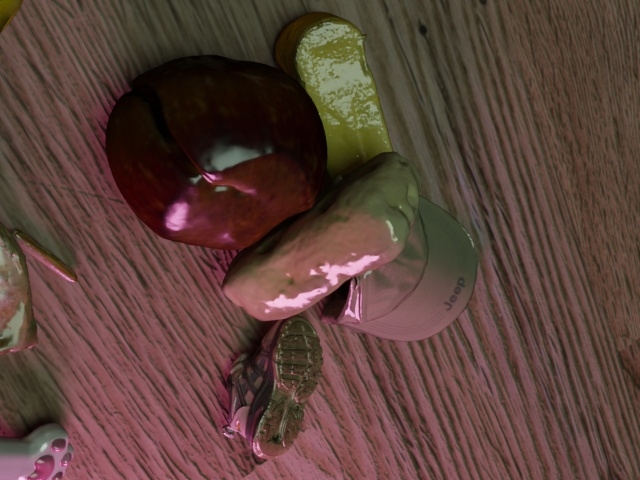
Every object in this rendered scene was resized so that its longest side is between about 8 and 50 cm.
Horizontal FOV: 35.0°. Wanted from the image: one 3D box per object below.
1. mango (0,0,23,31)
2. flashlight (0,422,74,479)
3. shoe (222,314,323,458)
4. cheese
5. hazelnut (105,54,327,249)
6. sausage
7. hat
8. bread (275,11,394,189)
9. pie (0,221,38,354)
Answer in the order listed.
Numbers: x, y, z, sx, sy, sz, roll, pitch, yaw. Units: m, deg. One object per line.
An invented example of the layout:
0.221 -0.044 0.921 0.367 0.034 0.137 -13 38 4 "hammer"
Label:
-0.361 -0.222 0.996 0.165 0.074 0.091 -42 127 2 "mango"
-0.355 0.242 1.112 0.200 0.047 0.093 19 102 -54 "flashlight"
-0.065 0.178 1.272 0.089 0.092 0.180 24 78 -45 "shoe"
-0.001 -0.001 1.160 0.093 0.263 0.159 50 33 -12 "cheese"
-0.114 -0.096 1.107 0.234 0.218 0.218 -7 108 -25 "hazelnut"
-0.307 0.018 1.128 0.015 0.015 0.100 -51 121 -7 "sausage"
0.125 0.043 1.316 0.245 0.149 0.214 20 95 -22 "hat"
0.019 -0.152 1.219 0.102 0.094 0.245 -23 114 -12 "bread"
-0.463 0.075 1.025 0.338 0.075 0.337 -8 108 -25 "pie"
